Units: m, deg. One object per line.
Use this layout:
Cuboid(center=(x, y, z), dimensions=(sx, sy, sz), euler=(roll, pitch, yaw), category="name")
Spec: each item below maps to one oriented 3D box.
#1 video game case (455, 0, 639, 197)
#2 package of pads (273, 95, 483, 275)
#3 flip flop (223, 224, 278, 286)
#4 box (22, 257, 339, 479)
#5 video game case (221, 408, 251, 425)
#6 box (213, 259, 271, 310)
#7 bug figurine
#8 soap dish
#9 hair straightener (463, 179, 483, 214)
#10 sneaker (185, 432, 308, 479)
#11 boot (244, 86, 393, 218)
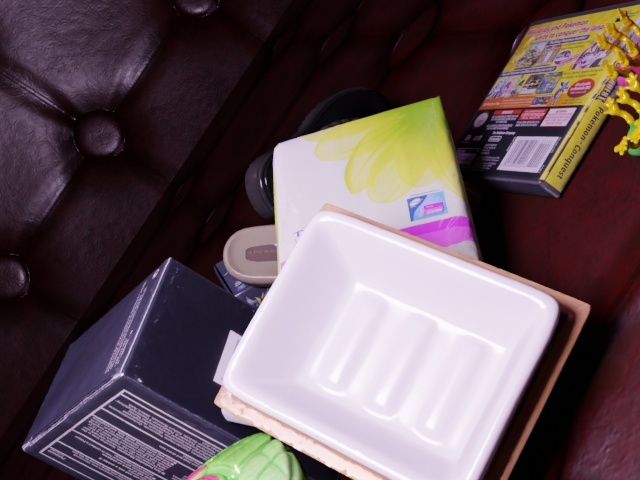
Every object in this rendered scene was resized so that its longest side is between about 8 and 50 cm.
Cuboid(center=(0.273, -0.171, 1.260), dimensions=(0.248, 0.035, 0.275), euler=(-58, 18, -5), category="video game case")
Cuboid(center=(0.060, -0.021, 1.206), dimensions=(0.229, 0.101, 0.296), euler=(-15, 44, 10), category="package of pads")
Cuboid(center=(0.000, 0.000, 1.382), dimensions=(0.080, 0.277, 0.112), euler=(69, -161, -60), category="flip flop")
Cuboid(center=(-0.162, 0.212, 1.288), dimensions=(0.294, 0.296, 0.182), euler=(-37, 27, 44), category="box")
Cuboid(center=(0.020, 0.148, 1.132), dimensions=(0.201, 0.023, 0.183), euler=(5, 37, 35), category="video game case")
Cuboid(center=(-0.034, 0.023, 1.516), dimensions=(0.233, 0.059, 0.183), euler=(-30, 17, -6), category="box")
Cuboid(center=(0.367, -0.196, 1.014), dimensions=(0.216, 0.072, 0.279), euler=(-49, 24, 39), category="bug figurine")
Cuboid(center=(0.075, 0.116, 0.963), dimensions=(0.291, 0.118, 0.229), euler=(22, 77, 30), category="soap dish")
Cuboid(center=(0.122, 0.025, 1.309), dimensions=(0.230, 0.047, 0.089), euler=(-62, 19, -2), category="hair straightener")
Cuboid(center=(-0.091, 0.335, 1.046), dimensions=(0.185, 0.202, 0.483), euler=(-38, -5, -27), category="sneaker")
Cuboid(center=(0.078, -0.145, 1.528), dimensions=(0.260, 0.131, 0.348), euler=(-13, 24, 44), category="boot")
